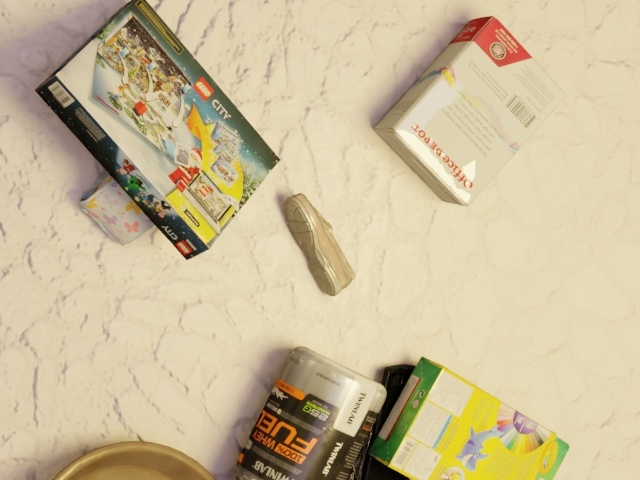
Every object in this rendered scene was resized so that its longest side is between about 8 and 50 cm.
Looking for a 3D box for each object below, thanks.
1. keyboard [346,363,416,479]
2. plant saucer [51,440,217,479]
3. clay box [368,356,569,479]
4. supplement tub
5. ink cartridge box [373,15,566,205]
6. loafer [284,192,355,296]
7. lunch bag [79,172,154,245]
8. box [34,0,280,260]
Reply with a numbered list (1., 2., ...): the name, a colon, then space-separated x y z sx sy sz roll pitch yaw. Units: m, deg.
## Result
1. keyboard: 0.065 0.232 1.648 0.100 0.038 0.192 12 90 -42
2. plant saucer: -0.200 0.350 1.516 0.278 0.041 0.278 7 78 -37
3. clay box: 0.174 0.238 1.651 0.222 0.053 0.127 33 84 -30
4. supplement tub: -0.017 0.221 1.568 0.117 0.117 0.190 27 86 -18
5. ink cartridge box: 0.165 -0.144 1.617 0.127 0.072 0.175 45 81 -17
6. loafer: 0.000 0.000 1.598 0.039 0.045 0.125 -34 111 -30
7. lunch bag: -0.202 -0.043 1.520 0.083 0.053 0.071 -39 107 15
8. box: -0.162 -0.117 1.490 0.233 0.044 0.159 50 46 -15
